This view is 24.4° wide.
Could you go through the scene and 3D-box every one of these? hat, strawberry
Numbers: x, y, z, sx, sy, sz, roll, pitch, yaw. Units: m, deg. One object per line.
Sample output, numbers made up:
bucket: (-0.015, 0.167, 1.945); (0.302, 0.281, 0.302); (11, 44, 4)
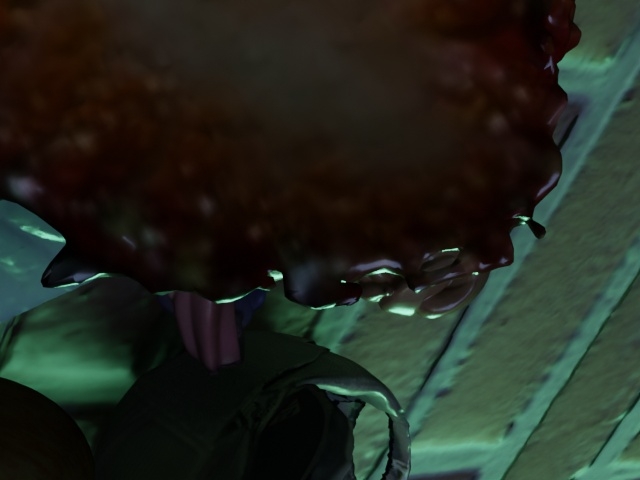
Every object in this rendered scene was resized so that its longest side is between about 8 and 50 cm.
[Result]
hat: (-0.047, 0.165, 0.721); (0.161, 0.275, 0.232); (0, 122, 12)
strawberry: (-0.062, -0.099, 0.428); (0.233, 0.306, 0.138); (-27, 170, -3)

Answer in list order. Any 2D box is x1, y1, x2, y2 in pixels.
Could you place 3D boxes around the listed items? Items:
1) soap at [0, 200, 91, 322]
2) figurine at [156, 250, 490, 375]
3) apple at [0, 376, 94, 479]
soap: (-0.113, -0.058, 0.570); (0.230, 0.091, 0.145); (-43, 139, 10)
figurine: (-0.006, -0.008, 0.645); (0.157, 0.126, 0.114); (-13, 110, 27)
apple: (-0.173, 0.131, 0.677); (0.131, 0.146, 0.146); (5, 134, 1)
